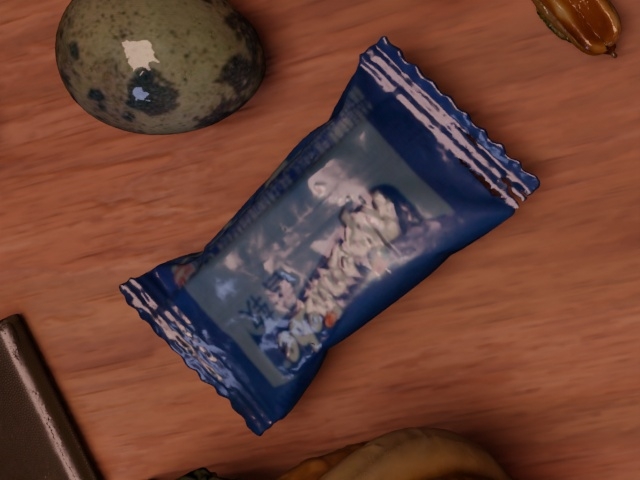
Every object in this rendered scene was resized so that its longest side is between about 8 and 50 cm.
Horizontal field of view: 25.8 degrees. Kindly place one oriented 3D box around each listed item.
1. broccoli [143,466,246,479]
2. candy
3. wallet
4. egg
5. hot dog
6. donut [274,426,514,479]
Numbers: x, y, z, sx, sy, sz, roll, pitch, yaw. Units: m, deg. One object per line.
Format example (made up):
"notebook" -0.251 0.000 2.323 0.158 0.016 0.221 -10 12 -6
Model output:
"broccoli" -0.115 0.314 1.196 0.242 0.273 0.180 -43 96 -3
"candy" 0.000 0.000 1.160 0.187 0.077 0.331 46 108 2
"wallet" -0.289 0.180 1.342 0.110 0.031 0.198 -28 87 21
"egg" -0.136 -0.158 1.188 0.182 0.141 0.141 11 101 9
"hot dog" 0.197 -0.199 1.124 0.056 0.041 0.133 -37 77 19
"donut" 0.031 0.358 1.057 0.198 0.449 0.449 15 103 44
